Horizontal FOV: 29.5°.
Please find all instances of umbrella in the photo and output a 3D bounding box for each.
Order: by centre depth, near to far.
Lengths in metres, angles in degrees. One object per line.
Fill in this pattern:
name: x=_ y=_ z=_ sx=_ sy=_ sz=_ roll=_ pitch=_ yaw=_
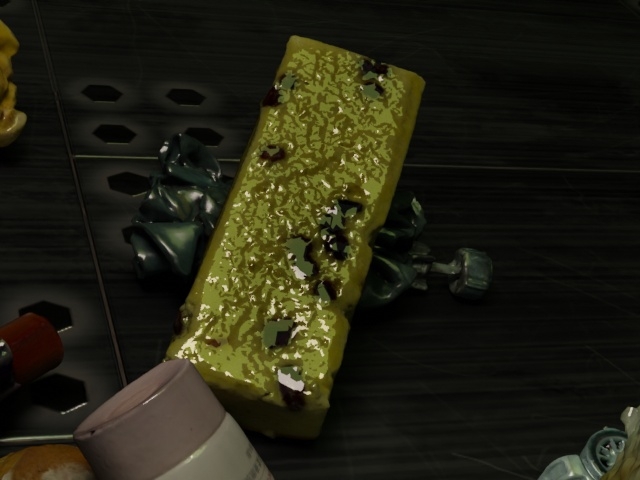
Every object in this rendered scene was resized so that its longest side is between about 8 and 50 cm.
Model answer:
umbrella: x=0.001 y=-0.003 z=1.123 sx=0.349 sy=0.143 sz=0.094 roll=13 pitch=-14 yaw=-14

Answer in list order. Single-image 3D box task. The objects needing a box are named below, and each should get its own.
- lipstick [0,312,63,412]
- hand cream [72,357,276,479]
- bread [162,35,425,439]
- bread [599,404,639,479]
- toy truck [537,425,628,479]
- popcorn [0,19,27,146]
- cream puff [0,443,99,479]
lipstick: x=-0.294 y=0.128 z=0.823 sx=0.081 sy=0.081 sz=0.300 roll=27 pitch=34 yaw=23
hand cream: x=-0.048 y=0.193 z=0.719 sx=0.248 sy=0.083 sz=0.133 roll=56 pitch=37 yaw=-10
bread: x=-0.017 y=-0.010 z=1.018 sx=0.138 sy=0.077 sz=0.361 roll=20 pitch=57 yaw=-2
bread: x=0.223 y=0.257 z=0.576 sx=0.264 sy=0.239 sz=0.395 roll=27 pitch=73 yaw=3
toy truck: x=0.286 y=0.235 z=0.811 sx=0.305 sy=0.136 sz=0.162 roll=6 pitch=40 yaw=-15
popcorn: x=-0.382 y=-0.148 z=1.198 sx=0.140 sy=0.163 sz=0.194 roll=18 pitch=58 yaw=46
cream puff: x=-0.163 y=0.191 z=0.738 sx=0.144 sy=0.103 sz=0.126 roll=30 pitch=24 yaw=-28
